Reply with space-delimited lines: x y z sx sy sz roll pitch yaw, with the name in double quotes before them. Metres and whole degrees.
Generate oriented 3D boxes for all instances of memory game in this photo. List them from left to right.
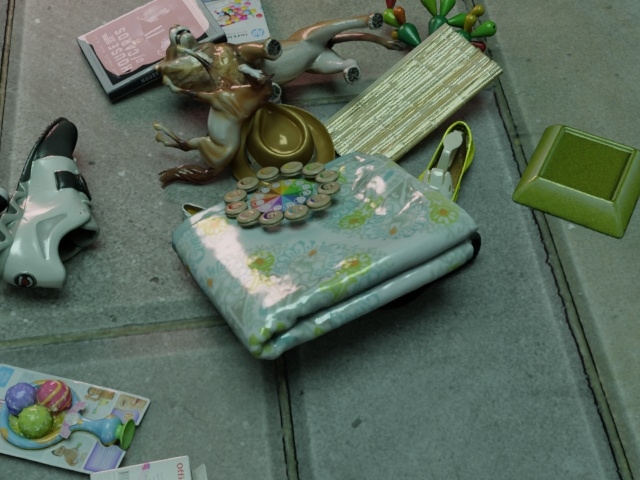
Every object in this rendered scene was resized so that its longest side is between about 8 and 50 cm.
"memory game" -0.059 -0.073 1.521 0.186 0.012 0.186 -10 31 6

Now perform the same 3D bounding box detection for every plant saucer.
"plant saucer" 0.435 -0.113 1.654 0.188 0.045 0.188 21 55 17

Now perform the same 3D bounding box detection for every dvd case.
"dvd case" -0.311 -0.367 1.845 0.238 0.030 0.179 -28 54 -8

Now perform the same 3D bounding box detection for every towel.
"towel" 0.000 0.000 1.480 0.374 0.090 0.320 -25 33 -16

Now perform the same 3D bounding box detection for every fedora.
"fedora" -0.068 -0.166 1.670 0.194 0.079 0.194 0 59 0

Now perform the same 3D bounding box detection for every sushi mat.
"sushi mat" 0.151 -0.240 1.725 0.316 0.019 0.151 -40 59 -9

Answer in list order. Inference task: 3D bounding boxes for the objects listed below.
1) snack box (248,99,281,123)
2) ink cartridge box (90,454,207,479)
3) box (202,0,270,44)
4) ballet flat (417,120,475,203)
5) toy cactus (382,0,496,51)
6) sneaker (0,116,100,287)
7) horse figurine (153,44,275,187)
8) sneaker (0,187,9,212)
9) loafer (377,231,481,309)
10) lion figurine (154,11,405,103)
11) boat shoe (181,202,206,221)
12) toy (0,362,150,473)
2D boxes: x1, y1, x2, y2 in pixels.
"snack box" -0.110 -0.277 1.804 0.064 0.022 0.178 -7 52 -7
"ink cartridge box" -0.209 0.339 1.268 0.143 0.090 0.092 -8 53 -7
"box" -0.180 -0.419 1.906 0.145 0.038 0.186 -10 54 -6
"ballet flat" 0.196 -0.105 1.631 0.077 0.077 0.231 18 55 13
"toy cactus" 0.204 -0.368 1.838 0.219 0.112 0.181 16 73 10
"sneaker" -0.413 -0.052 1.592 0.146 0.122 0.331 16 51 -9
"horse figurine" -0.180 -0.191 1.624 0.174 0.263 0.066 24 31 5
"sneaker" -0.596 -0.013 1.580 0.216 0.079 0.121 -9 55 4
"loafer" 0.140 0.034 1.533 0.220 0.080 0.078 -23 45 -22
"lion figurine" -0.071 -0.313 1.739 0.392 0.142 0.240 -11 14 -32
"boat shoe" -0.179 -0.034 1.608 0.100 0.035 0.035 24 56 19
"toy" -0.371 0.234 1.387 0.237 0.056 0.137 13 46 9
